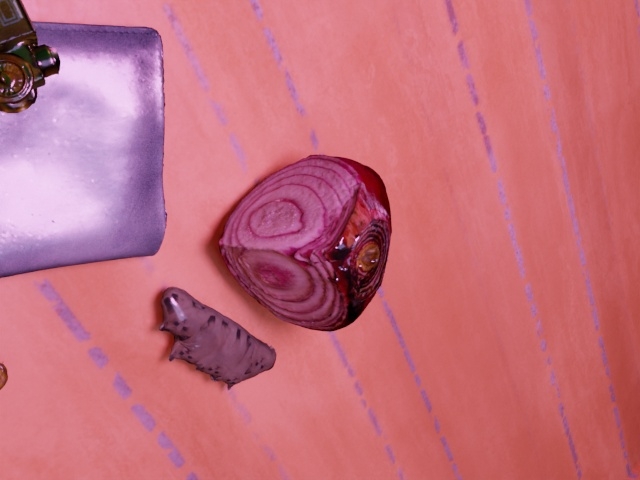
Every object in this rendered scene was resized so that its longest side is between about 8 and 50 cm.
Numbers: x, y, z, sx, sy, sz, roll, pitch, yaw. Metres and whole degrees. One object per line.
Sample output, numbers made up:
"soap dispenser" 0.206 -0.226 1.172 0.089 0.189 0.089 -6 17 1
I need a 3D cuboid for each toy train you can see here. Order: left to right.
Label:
"toy train" -0.376 -0.170 0.699 0.225 0.090 0.137 -26 100 -17

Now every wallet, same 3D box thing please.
"wallet" -0.300 -0.103 0.835 0.251 0.054 0.291 -10 109 -37

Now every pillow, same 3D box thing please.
"pillow" -0.153 0.153 1.039 0.241 0.051 0.093 40 76 -42

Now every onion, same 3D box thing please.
"onion" 0.002 0.003 1.029 0.206 0.216 0.207 -59 144 -32

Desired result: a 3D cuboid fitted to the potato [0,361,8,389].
"potato" -0.405 0.172 0.837 0.092 0.045 0.046 -42 89 -20
